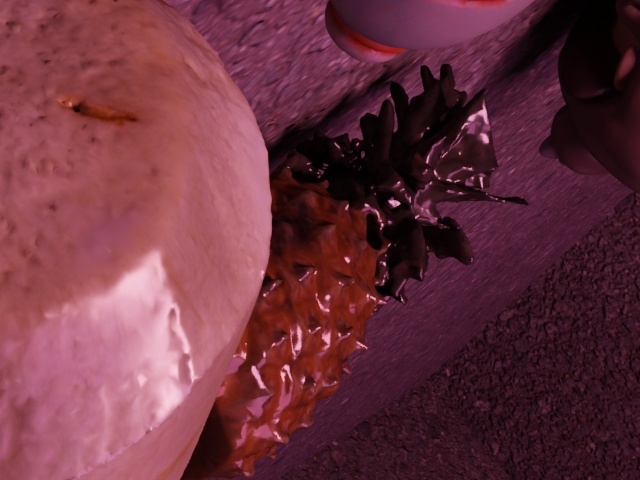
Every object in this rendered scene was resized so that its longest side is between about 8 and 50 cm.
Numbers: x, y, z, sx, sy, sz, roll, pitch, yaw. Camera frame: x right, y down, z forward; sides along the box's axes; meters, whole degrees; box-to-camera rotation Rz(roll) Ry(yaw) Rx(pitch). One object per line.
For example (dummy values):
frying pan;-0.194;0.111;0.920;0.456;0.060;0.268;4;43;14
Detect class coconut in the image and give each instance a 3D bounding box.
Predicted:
coconut;-0.122;0.017;0.491;0.202;0.202;0.222;-32;166;-30

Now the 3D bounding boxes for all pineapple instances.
pineapple;0.000;0.000;0.964;0.340;0.169;0.169;-40;172;-38

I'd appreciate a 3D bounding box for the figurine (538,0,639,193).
figurine;0.297;-0.155;1.147;0.248;0.203;0.380;-33;167;-8

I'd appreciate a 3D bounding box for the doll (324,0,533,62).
doll;0.086;-0.165;0.706;0.200;0.105;0.336;-46;175;38
